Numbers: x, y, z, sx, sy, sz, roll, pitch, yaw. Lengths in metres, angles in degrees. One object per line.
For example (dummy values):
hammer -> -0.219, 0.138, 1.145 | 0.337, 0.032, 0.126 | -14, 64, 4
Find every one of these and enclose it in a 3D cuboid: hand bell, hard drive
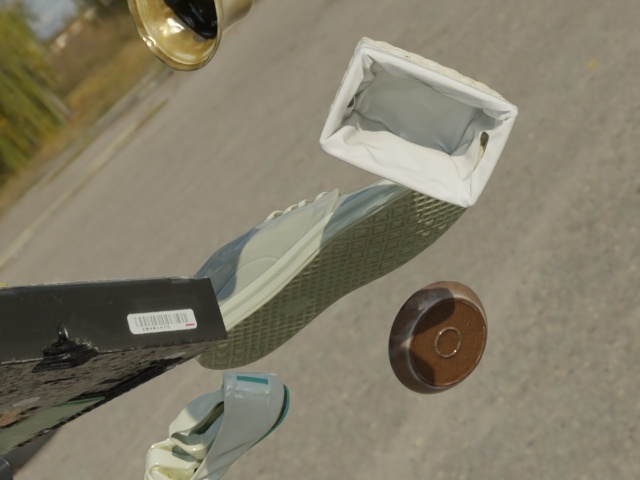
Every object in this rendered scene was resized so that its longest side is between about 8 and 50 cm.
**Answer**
hand bell -> -0.061, -0.265, 1.355 | 0.242, 0.126, 0.126 | -30, 1, -40
hard drive -> -0.268, 0.116, 1.074 | 0.339, 0.064, 0.237 | -30, -18, 38

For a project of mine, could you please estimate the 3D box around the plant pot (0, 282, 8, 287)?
plant pot -> -0.382, 0.110, 1.535 | 0.082, 0.083, 0.081 | -12, -36, -40

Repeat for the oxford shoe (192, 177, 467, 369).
oxford shoe -> 0.000, 0.000, 1.679 | 0.449, 0.169, 0.130 | -35, 57, 23

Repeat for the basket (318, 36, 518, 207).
basket -> 0.092, -0.121, 1.330 | 0.103, 0.167, 0.113 | -93, 26, -70

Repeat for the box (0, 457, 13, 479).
box -> -0.588, 0.359, 1.667 | 0.343, 0.178, 0.312 | 20, 41, 35

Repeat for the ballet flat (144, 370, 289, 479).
ballet flat -> -0.202, 0.337, 2.176 | 0.400, 0.139, 0.139 | -51, 7, 31

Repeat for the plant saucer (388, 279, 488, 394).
plant saucer -> 0.173, 0.141, 1.918 | 0.168, 0.168, 0.029 | -45, 30, -11
